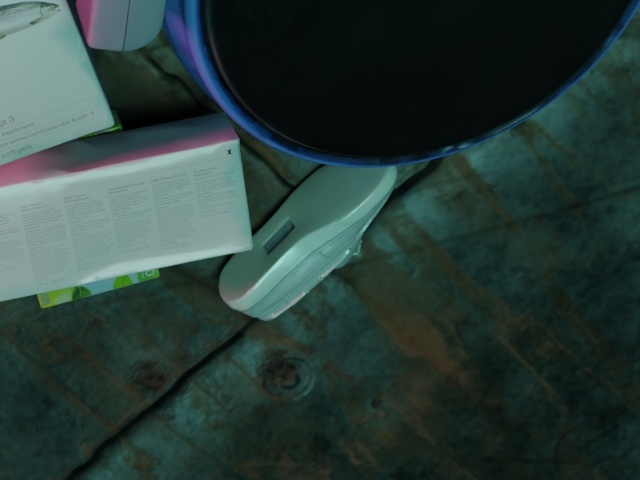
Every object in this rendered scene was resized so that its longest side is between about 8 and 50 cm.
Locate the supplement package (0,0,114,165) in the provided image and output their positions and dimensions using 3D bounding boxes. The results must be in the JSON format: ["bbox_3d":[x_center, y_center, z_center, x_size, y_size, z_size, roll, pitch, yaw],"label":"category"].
[{"bbox_3d":[-0.228,-0.160,1.190,0.105,0.105,0.179,-20,122,-2],"label":"supplement package"}]

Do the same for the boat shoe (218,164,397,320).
[{"bbox_3d":[0.000,0.000,1.372,0.184,0.066,0.063,-46,134,10],"label":"boat shoe"}]

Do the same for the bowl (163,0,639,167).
[{"bbox_3d":[0.073,-0.213,1.203,0.391,0.077,0.391,-13,136,-13],"label":"bowl"}]

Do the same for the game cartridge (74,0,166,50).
[{"bbox_3d":[-0.128,-0.286,1.089,0.062,0.198,0.297,-3,121,-19],"label":"game cartridge"}]

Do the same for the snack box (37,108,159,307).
[{"bbox_3d":[-0.191,-0.024,1.318,0.100,0.037,0.141,-16,122,-8],"label":"snack box"}]

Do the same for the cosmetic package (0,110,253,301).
[{"bbox_3d":[-0.177,-0.024,1.263,0.239,0.060,0.099,-11,123,-10],"label":"cosmetic package"}]
